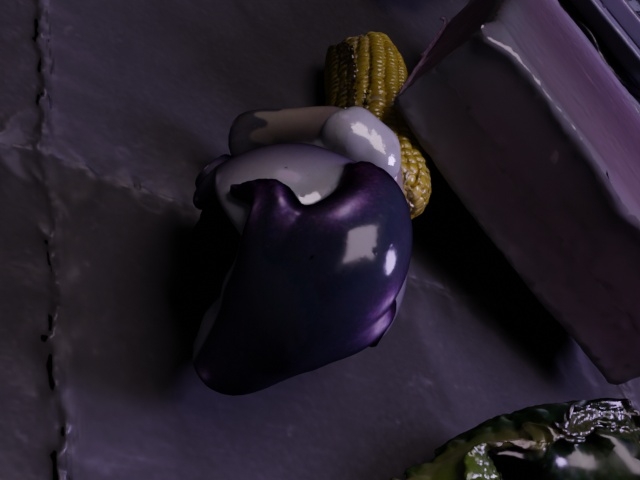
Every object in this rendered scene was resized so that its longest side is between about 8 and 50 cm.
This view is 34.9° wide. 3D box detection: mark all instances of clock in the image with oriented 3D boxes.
[{"bbox_3d":[0.387,-0.278,1.298,0.186,0.083,0.253,-13,66,-51],"label":"clock"}]

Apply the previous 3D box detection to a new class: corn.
[{"bbox_3d":[0.040,-0.090,0.775,0.072,0.072,0.203,25,39,-27],"label":"corn"}]

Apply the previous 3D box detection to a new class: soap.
[{"bbox_3d":[0.202,-0.075,0.833,0.285,0.107,0.296,51,26,-8],"label":"soap"}]

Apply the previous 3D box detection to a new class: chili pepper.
[{"bbox_3d":[0.106,0.167,0.544,0.264,0.148,0.116,-19,96,-54],"label":"chili pepper"}]

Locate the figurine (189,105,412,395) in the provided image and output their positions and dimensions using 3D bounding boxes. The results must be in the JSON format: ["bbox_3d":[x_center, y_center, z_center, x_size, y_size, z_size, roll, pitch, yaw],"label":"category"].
[{"bbox_3d":[0.000,0.000,0.583,0.145,0.145,0.222,38,32,-12],"label":"figurine"}]
